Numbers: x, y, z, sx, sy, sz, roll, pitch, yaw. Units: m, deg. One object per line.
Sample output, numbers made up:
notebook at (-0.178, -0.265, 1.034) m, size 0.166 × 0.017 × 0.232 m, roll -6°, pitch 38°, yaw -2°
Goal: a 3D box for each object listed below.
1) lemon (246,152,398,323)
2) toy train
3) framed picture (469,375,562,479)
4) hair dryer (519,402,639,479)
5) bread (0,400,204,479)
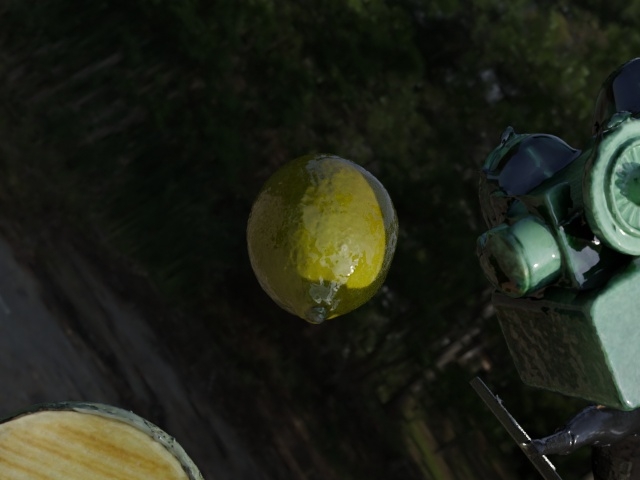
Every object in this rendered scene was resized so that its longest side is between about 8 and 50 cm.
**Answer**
lemon at (0.000, 0.000, 1.508) m, size 0.184 × 0.184 × 0.248 m, roll 59°, pitch 34°, yaw -36°
toy train at (0.260, -0.008, 0.947) m, size 0.167 × 0.299 × 0.238 m, roll 8°, pitch -56°, yaw 64°
framed picture at (0.286, 0.288, 1.503) m, size 0.209 × 0.019 × 0.281 m, roll 50°, pitch 2°, yaw -22°
hair dryer at (0.303, 0.150, 1.260) m, size 0.120 × 0.303 × 0.359 m, roll 26°, pitch 18°, yaw 32°
bread at (-0.219, 0.266, 1.088) m, size 0.267 × 0.267 × 0.040 m, roll 57°, pitch 0°, yaw -8°
